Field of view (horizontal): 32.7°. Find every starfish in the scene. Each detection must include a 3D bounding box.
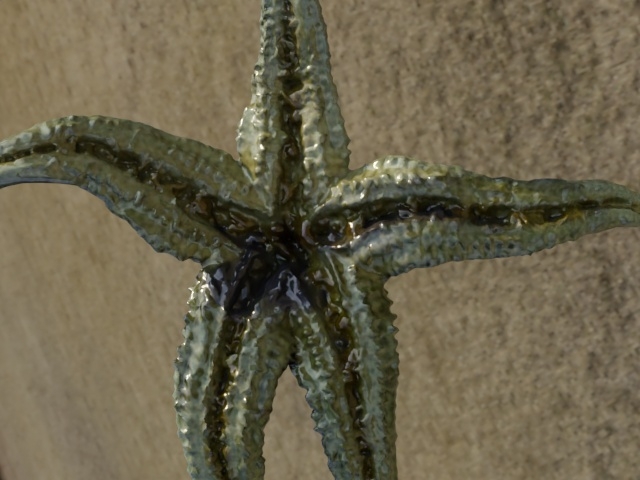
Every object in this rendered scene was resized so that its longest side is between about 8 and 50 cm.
[{"bbox_3d":[0.000,0.000,0.351,0.050,0.217,0.223,-66,-23,-81],"label":"starfish"}]
